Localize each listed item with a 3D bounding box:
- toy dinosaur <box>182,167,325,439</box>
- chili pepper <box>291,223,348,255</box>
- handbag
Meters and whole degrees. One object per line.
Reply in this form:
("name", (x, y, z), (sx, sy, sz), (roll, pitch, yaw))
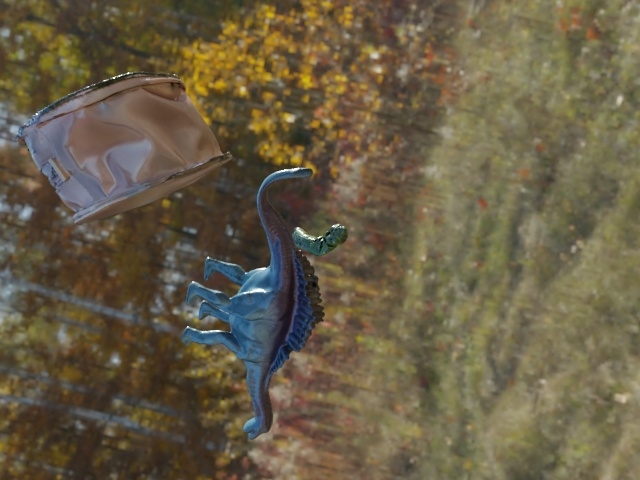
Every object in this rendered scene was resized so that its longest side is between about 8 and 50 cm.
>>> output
("toy dinosaur", (-0.038, 0.040, 0.618), (0.045, 0.080, 0.197), (-58, -18, -59))
("chili pepper", (0.000, 0.000, 0.917), (0.083, 0.022, 0.027), (-6, 56, 56))
("handbag", (-0.203, -0.097, 1.089), (0.205, 0.179, 0.116), (-27, -87, -62))
